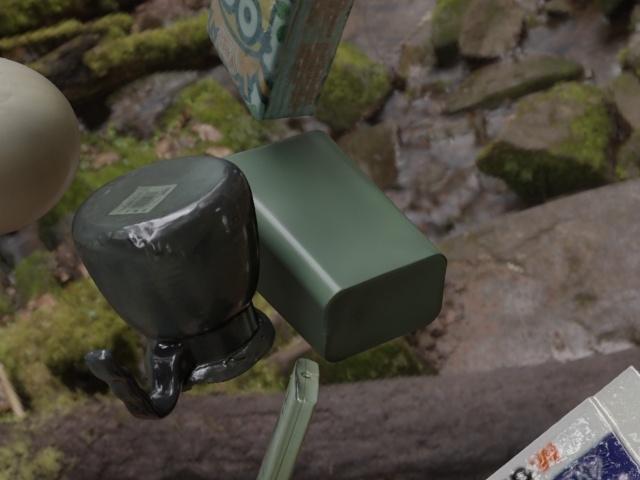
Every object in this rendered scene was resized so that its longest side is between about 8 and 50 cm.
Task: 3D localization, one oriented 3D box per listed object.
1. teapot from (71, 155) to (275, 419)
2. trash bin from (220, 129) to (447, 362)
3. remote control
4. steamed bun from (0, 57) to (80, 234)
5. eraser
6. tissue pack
[{"bbox_3d":[-0.160,0.077,1.324,0.223,0.285,0.305,-17,28,-1],"label":"teapot"},{"bbox_3d":[0.000,0.000,1.566,0.223,0.158,0.343,-19,40,-25],"label":"trash bin"},{"bbox_3d":[-0.048,0.264,1.351,0.038,0.234,0.098,15,24,-7],"label":"remote control"},{"bbox_3d":[-0.555,-0.140,1.801,0.324,0.324,0.206,-34,59,-8],"label":"steamed bun"},{"bbox_3d":[0.247,0.260,1.070,0.279,0.081,0.124,-42,46,12],"label":"eraser"},{"bbox_3d":[-0.058,-0.358,1.541,0.128,0.311,0.228,-9,52,-25],"label":"tissue pack"}]
